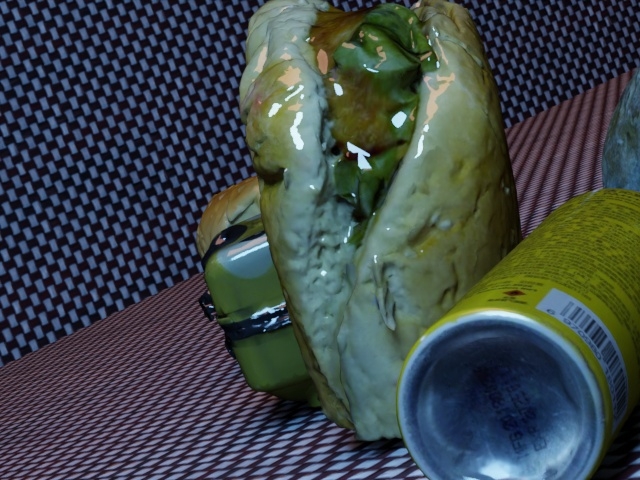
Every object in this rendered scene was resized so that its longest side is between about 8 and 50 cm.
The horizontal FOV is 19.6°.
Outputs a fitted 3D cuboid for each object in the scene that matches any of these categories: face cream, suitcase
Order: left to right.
[{"bbox_3d":[0.029,0.030,1.385,0.235,0.143,0.194,-21,6,1],"label":"suitcase"},{"bbox_3d":[0.142,0.040,1.012,0.105,0.105,0.348,-20,6,24],"label":"face cream"}]

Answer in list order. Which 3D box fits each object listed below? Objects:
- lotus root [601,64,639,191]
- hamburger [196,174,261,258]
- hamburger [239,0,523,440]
[{"bbox_3d":[0.283,-0.078,1.168,0.175,0.175,0.349,-27,-16,-40],"label":"lotus root"},{"bbox_3d":[0.000,0.000,1.713,0.244,0.163,0.244,-24,4,2],"label":"hamburger"},{"bbox_3d":[0.038,-0.057,1.165,0.162,0.209,0.330,-7,46,6],"label":"hamburger"}]
